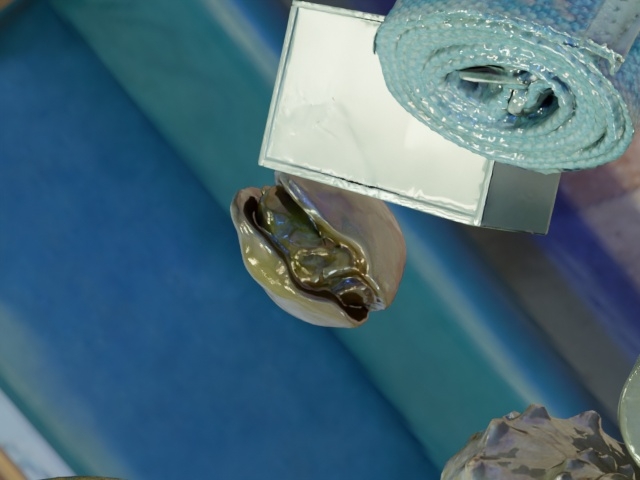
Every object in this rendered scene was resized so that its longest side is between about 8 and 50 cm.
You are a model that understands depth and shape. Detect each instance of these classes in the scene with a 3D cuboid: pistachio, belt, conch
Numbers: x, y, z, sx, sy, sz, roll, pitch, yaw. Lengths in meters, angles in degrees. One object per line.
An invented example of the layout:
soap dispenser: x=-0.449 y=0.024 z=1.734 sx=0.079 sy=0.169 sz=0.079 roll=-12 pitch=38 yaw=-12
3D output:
pistachio: x=0.000 y=0.000 z=2.073 sx=0.197 sy=0.166 sz=0.288 roll=52 pitch=180 yaw=27
belt: x=0.112 y=-0.102 z=0.993 sx=0.163 sy=0.082 sz=0.148 roll=20 pitch=158 yaw=28
conch: x=0.186 y=0.262 z=1.327 sx=0.324 sy=0.186 sz=0.263 roll=85 pitch=170 yaw=-63

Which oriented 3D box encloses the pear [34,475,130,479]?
pear: x=-0.186 y=0.417 z=1.807 sx=0.413 sy=0.352 sz=0.352 roll=32 pitch=158 yaw=-1

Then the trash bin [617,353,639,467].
trash bin: x=0.327 y=0.100 z=1.243 sx=0.243 sy=0.247 sz=0.121 roll=7 pitch=100 yaw=17

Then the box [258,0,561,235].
box: x=0.072 y=-0.092 z=1.357 sx=0.086 sy=0.130 sz=0.225 roll=7 pitch=-172 yaw=-46
